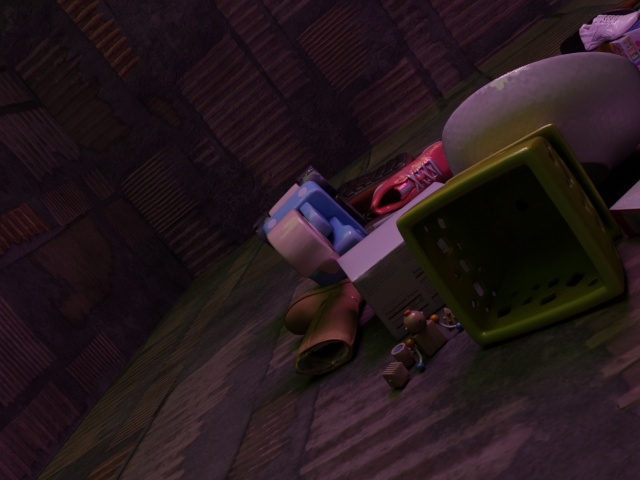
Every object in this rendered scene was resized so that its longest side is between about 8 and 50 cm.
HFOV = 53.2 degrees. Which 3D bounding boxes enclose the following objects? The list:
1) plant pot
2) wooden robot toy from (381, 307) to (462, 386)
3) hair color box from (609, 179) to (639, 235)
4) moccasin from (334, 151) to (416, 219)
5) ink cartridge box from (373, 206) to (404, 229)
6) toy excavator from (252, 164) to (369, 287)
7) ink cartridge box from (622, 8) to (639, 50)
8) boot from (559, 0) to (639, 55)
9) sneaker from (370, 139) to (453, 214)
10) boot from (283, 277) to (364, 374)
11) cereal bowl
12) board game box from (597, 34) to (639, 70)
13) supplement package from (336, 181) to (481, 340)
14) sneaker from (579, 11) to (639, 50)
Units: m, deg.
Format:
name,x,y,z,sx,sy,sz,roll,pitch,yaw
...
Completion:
name,x,y,z,sx,sy,sz,roll,pitch,yaw
plant pot,0.283,-0.021,0.916,0.227,0.228,0.207,-30,8,38
wooden robot toy,0.149,0.147,1.019,0.173,0.079,0.076,-41,11,-17
hair color box,0.495,-0.077,0.879,0.167,0.053,0.093,-42,10,-10
moccasin,0.165,-0.143,2.054,0.380,0.147,0.139,-29,28,25
ink cartridge box,0.248,-0.077,1.772,0.145,0.045,0.179,-30,-5,40
toy excavator,0.000,0.000,1.501,0.222,0.433,0.445,-46,39,5
ink cartridge box,0.880,-0.558,1.554,0.175,0.069,0.371,-41,13,-10
boot,0.913,-0.677,1.963,0.280,0.096,0.264,-36,1,-27
sneaker,0.267,-0.159,1.764,0.314,0.116,0.136,-37,3,27
boot,-0.013,0.192,1.352,0.236,0.089,0.269,-34,13,25
cereal bowl,0.383,-0.154,1.074,0.338,0.141,0.339,-8,-23,-3
board game box,0.702,-0.426,1.488,0.026,0.103,0.154,-36,11,12
supplement package,0.185,0.029,1.215,0.262,0.145,0.204,-38,11,1
sneaker,0.655,-0.487,1.457,0.053,0.061,0.152,-42,13,-26
